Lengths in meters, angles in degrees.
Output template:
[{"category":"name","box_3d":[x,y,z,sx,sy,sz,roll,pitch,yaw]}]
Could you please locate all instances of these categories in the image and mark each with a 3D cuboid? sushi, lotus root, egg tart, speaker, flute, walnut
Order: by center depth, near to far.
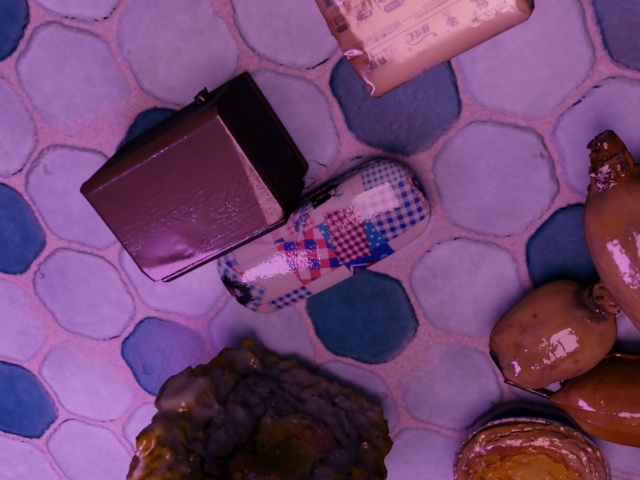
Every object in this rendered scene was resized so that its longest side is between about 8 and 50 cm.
[{"category":"lotus root","box_3d":[0.413,0.016,1.022,0.151,0.169,0.343,-29,108,41]},{"category":"speaker","box_3d":[-0.162,-0.081,1.104,0.231,0.153,0.192,-26,110,24]},{"category":"lotus root","box_3d":[0.326,0.121,1.132,0.221,0.118,0.125,-37,120,25]},{"category":"walnut","box_3d":[0.440,0.216,1.145,0.245,0.137,0.137,5,119,9]},{"category":"sushi","box_3d":[-0.105,0.350,1.194,0.351,0.396,0.240,31,123,1]},{"category":"flute","box_3d":[0.400,0.254,1.244,0.269,0.014,0.014,21,120,0]},{"category":"egg tart","box_3d":[0.318,0.347,1.267,0.234,0.094,0.234,6,122,10]}]

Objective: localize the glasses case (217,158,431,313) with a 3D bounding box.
[{"category":"glasses case","box_3d":[0.000,0.000,1.156,0.327,0.076,0.125,-28,111,25]}]

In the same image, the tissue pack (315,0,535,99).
[{"category":"tissue pack","box_3d":[0.114,-0.293,0.965,0.222,0.090,0.186,-27,107,22]}]
